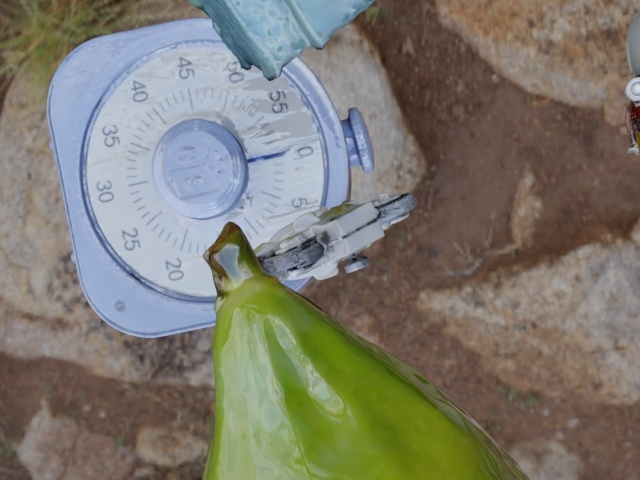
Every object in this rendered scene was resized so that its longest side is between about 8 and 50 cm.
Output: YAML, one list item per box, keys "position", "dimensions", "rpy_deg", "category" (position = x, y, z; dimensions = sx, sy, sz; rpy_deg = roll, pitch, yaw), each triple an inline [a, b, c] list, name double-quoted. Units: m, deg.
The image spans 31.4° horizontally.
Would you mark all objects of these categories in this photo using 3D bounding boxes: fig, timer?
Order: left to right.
- position: [-0.124, -0.084, 1.371]
  dimensions: [0.395, 0.395, 0.173]
  rpy_deg: [1, 177, 3]
  category: "timer"
- position: [0.000, 0.173, 0.623]
  dimensions: [0.314, 0.233, 0.233]
  rpy_deg: [39, 124, -23]
  category: "fig"

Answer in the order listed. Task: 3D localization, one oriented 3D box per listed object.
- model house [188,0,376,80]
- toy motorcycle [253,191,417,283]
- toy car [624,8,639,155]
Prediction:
- position: [-0.051, -0.373, 1.032]
  dimensions: [0.295, 0.252, 0.329]
  rpy_deg: [-40, 120, -4]
  category: "model house"
- position: [0.000, 0.000, 1.235]
  dimensions: [0.151, 0.228, 0.074]
  rpy_deg: [-17, 99, 46]
  category: "toy motorcycle"
- position: [0.240, -0.108, 0.733]
  dimensions: [0.112, 0.139, 0.112]
  rpy_deg: [-15, 88, 6]
  category: "toy car"
